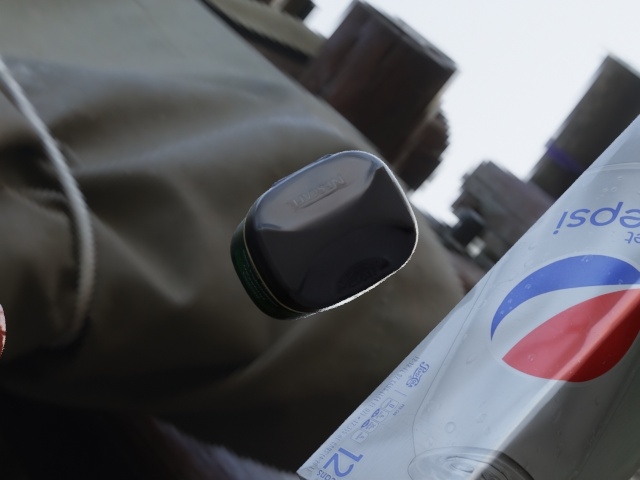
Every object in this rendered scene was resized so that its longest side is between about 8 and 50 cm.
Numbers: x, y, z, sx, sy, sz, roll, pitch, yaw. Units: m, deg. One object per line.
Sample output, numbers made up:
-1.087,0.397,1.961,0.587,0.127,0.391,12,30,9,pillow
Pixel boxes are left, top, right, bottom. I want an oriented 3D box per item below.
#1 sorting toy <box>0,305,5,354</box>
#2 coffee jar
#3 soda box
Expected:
-0.437,0.157,1.475,0.365,0.127,0.126,-44,-22,-1,sorting toy
0.000,0.000,1.022,0.096,0.079,0.184,-29,-1,-7,coffee jar
0.126,0.065,0.888,0.286,0.091,0.098,-44,-49,-19,soda box
